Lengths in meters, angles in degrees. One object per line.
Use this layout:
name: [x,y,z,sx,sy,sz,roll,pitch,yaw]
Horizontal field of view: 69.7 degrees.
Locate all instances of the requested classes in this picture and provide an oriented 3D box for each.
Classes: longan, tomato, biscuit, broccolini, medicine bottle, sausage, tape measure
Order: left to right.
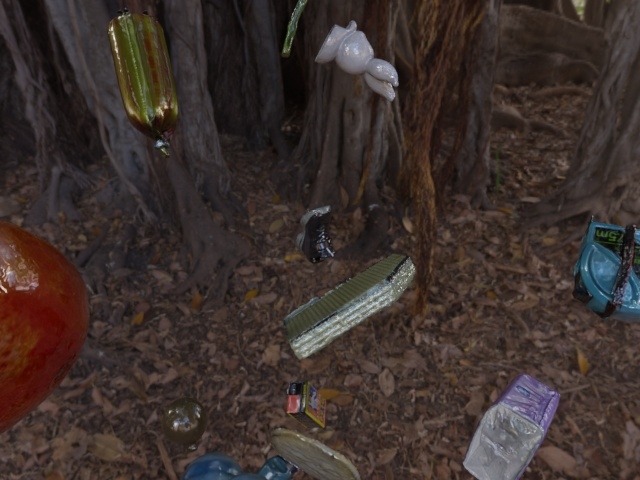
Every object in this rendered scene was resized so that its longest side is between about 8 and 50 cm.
tomato: [-0.399,0.138,0.477,0.338,0.339,0.143,-26,60,-37]
sausage: [-0.363,-0.324,0.974,0.117,0.318,0.125,-11,-13,-26]
longan: [-0.306,0.417,1.040,0.106,0.119,0.106,-17,-11,-3]
medicine bottle: [-0.190,0.776,1.410,0.079,0.124,0.258,38,83,30]
broccolini: [-0.043,-0.508,0.993,0.051,0.239,0.054,22,-7,-22]
biscuit: [-0.011,0.326,0.685,0.151,0.152,0.020,11,48,24]
biscuit: [0.054,0.105,0.787,0.252,0.052,0.150,-32,8,-7]
tape measure: [0.429,0.044,0.641,0.125,0.081,0.146,15,73,21]

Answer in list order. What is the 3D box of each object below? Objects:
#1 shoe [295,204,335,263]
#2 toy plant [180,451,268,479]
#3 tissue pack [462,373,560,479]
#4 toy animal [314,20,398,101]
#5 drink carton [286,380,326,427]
shoe: [0.000,0.000,0.993,0.071,0.169,0.100,-18,62,-25]
toy plant: [-0.121,0.382,0.484,0.246,0.247,0.332,-4,31,-3]
tissue pack: [0.571,0.559,1.370,0.160,0.242,0.338,30,16,30]
toy animal: [0.109,-0.448,1.138,0.220,0.104,0.131,27,65,-7]
drink carton: [-0.033,0.386,1.076,0.056,0.166,0.071,-8,55,13]
